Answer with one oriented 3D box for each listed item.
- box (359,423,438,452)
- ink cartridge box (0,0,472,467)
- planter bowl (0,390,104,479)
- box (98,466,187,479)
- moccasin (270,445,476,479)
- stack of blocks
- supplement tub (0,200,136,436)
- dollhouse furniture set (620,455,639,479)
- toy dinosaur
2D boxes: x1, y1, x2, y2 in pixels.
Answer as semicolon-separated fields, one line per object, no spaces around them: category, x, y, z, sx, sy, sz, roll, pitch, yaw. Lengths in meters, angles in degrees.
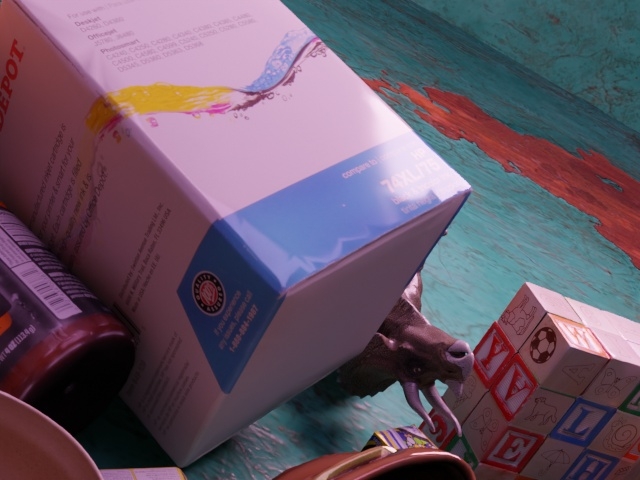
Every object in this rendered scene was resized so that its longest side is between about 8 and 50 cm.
box;0.095;0.213;0.895;0.169;0.054;0.059;44;24;29
ink cartridge box;-0.084;-0.034;0.843;0.270;0.198;0.197;47;45;16
planter bowl;-0.189;0.149;0.561;0.162;0.109;0.162;22;21;-9
box;-0.096;0.200;0.660;0.105;0.043;0.179;5;31;-33
moccasin;-0.043;0.207;0.513;0.380;0.147;0.139;-28;83;-49
stack of blocks;0.257;0.164;1.062;0.297;0.171;0.087;20;24;-29
supplement tub;-0.217;0.037;0.783;0.198;0.106;0.106;41;23;23
dollhouse furniture set;0.320;0.265;0.987;0.184;0.129;0.129;16;27;-36
toy dinosaur;0.042;0.057;1.059;0.121;0.160;0.313;11;0;-10
